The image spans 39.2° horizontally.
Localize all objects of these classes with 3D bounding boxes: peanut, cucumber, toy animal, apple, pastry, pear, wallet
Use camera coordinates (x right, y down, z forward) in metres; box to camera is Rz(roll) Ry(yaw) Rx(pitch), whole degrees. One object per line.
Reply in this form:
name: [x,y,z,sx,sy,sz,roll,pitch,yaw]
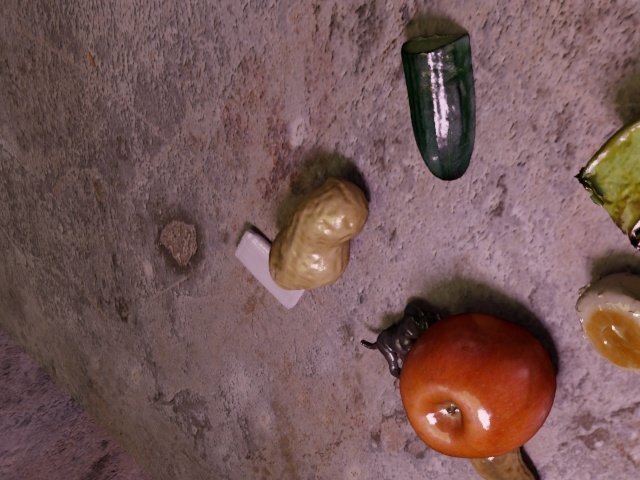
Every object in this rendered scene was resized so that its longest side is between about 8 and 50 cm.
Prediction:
peanut: [0.351,0.443,1.717,0.103,0.098,0.229,-99,-17,-72]
cucumber: [0.176,-0.189,1.351,0.115,0.063,0.244,17,135,40]
toy animal: [0.173,0.197,1.717,0.232,0.084,0.148,-32,85,57]
apple: [0.260,0.250,1.527,0.272,0.206,0.252,-6,121,44]
pastry: [0.448,0.119,1.307,0.166,0.088,0.166,32,141,30]
pear: [0.462,-0.086,1.038,0.238,0.164,0.255,55,142,27]
wallet: [-0.106,0.061,1.934,0.183,0.032,0.124,44,145,7]
peanut: [0.000,0.000,1.668,0.147,0.147,0.319,46,141,6]
